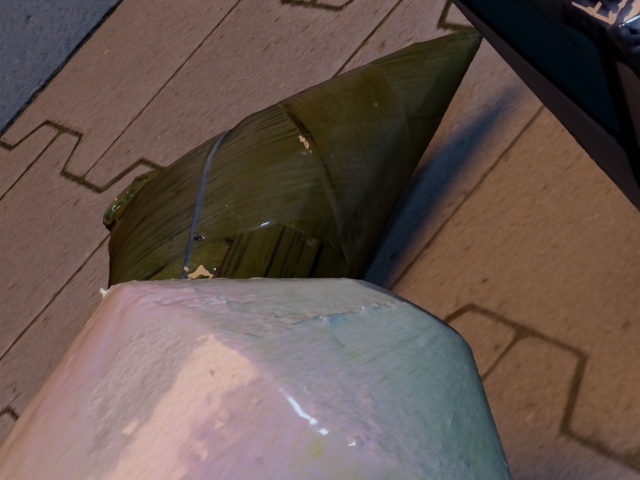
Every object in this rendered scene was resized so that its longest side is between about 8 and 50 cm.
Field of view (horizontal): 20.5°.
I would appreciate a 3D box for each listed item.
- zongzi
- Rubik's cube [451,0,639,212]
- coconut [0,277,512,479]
[{"bbox_3d":[0.000,0.000,1.333,0.360,0.160,0.323,-31,34,13],"label":"zongzi"},{"bbox_3d":[0.269,-0.143,0.939,0.305,0.307,0.310,-46,24,4],"label":"Rubik's cube"},{"bbox_3d":[-0.032,0.161,0.961,0.309,0.297,0.297,-52,26,-12],"label":"coconut"}]
